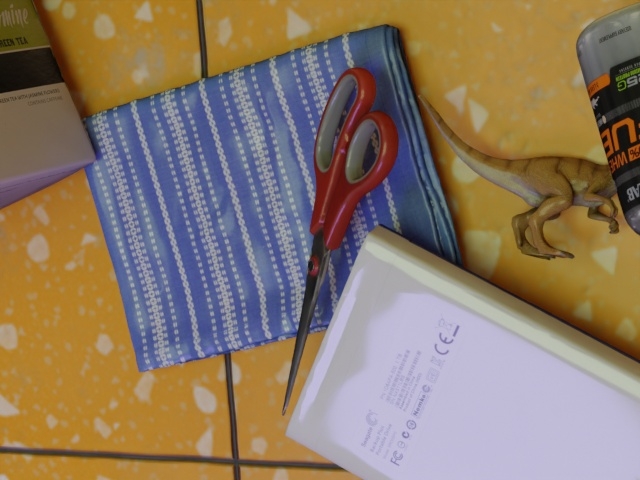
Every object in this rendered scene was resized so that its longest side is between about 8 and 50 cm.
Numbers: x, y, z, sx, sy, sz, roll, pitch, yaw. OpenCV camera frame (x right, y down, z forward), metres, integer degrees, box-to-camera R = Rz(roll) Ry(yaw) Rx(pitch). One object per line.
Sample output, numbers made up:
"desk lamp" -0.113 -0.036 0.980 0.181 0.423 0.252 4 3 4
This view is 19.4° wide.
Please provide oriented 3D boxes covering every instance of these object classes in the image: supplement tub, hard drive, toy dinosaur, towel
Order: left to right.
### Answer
"towel" -0.050 -0.030 1.614 0.336 0.040 0.243 -15 92 26
"hard drive" 0.146 0.149 1.528 0.319 0.040 0.210 28 118 13
"toy dinosaur" 0.178 -0.044 1.505 0.211 0.064 0.112 9 86 13
"supplement tub" 0.269 -0.081 1.399 0.117 0.117 0.190 -20 79 26

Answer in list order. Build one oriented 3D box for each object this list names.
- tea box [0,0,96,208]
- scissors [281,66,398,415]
"tea box" -0.419 -0.154 1.589 0.220 0.329 0.323 -22 89 33
"scissors" 0.000 0.000 1.557 0.109 0.021 0.297 54 133 46
